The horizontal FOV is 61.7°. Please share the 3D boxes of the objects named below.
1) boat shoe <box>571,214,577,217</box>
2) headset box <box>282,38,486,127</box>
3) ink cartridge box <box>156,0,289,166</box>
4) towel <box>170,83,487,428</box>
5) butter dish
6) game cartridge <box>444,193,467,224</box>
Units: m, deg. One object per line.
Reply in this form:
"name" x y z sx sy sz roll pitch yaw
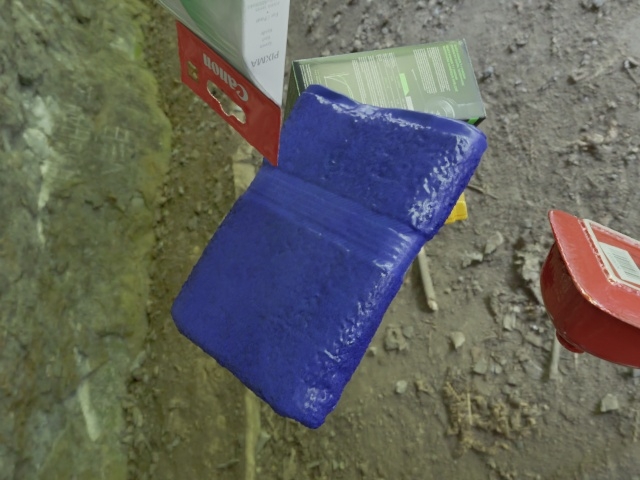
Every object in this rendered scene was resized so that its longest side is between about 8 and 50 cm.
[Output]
"boat shoe" 0.707 0.043 1.512 0.081 0.068 0.228 -12 85 40
"headset box" 0.092 -0.189 0.866 0.246 0.283 0.131 126 132 -75
"ink cartridge box" -0.104 -0.188 0.477 0.181 0.056 0.225 44 146 24
"towel" 0.000 0.000 0.538 0.227 0.076 0.308 27 82 38
"butter dish" 0.282 0.067 0.535 0.160 0.159 0.118 -76 10 -54
"game cartridge" 0.175 -0.085 1.202 0.324 0.285 0.053 -61 -39 -66
